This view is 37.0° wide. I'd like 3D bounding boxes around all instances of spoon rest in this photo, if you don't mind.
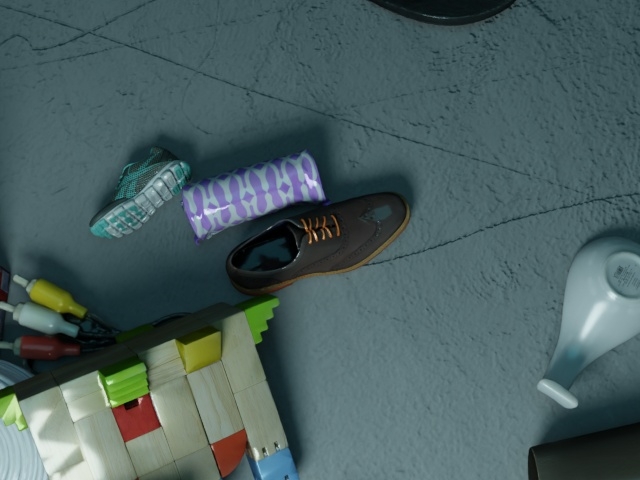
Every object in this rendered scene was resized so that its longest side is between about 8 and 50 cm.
[{"bbox_3d":[0.370,0.109,1.289,0.137,0.084,0.276,35,66,9],"label":"spoon rest"}]

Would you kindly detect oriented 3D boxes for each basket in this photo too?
[{"bbox_3d":[0.381,0.314,1.192,0.227,0.154,0.204,-3,74,5],"label":"basket"}]

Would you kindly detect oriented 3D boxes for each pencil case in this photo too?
[{"bbox_3d":[-0.095,-0.061,1.337,0.206,0.086,0.088,-17,107,-1],"label":"pencil case"}]

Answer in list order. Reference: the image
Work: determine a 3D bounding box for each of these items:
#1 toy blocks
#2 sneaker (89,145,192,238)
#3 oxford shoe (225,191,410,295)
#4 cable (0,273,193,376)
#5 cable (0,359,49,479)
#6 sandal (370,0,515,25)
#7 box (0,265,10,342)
[{"bbox_3d":[-0.201,0.254,1.208,0.381,0.191,0.261,-21,101,-20],"label":"toy blocks"},{"bbox_3d":[-0.265,-0.071,1.364,0.166,0.065,0.076,-38,61,-11],"label":"sneaker"},{"bbox_3d":[0.000,0.000,1.308,0.271,0.098,0.097,-25,76,-4],"label":"oxford shoe"},{"bbox_3d":[-0.297,0.138,1.297,0.287,0.072,0.139,10,82,4],"label":"cable"},{"bbox_3d":[-0.464,0.280,1.243,0.257,0.089,0.257,12,84,3],"label":"cable"},{"bbox_3d":[0.089,-0.441,1.414,0.446,0.107,0.167,19,77,6],"label":"sandal"},{"bbox_3d":[-0.503,0.071,1.225,0.123,0.257,0.128,2,76,1],"label":"box"}]
